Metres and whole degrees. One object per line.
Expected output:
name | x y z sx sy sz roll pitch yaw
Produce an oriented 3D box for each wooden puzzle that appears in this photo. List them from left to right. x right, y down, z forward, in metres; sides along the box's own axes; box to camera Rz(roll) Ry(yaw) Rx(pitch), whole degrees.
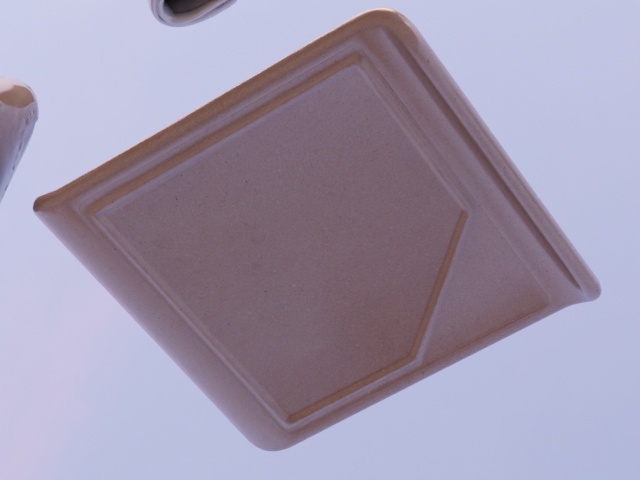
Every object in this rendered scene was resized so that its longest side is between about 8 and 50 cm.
wooden puzzle | 0.000 0.000 0.976 0.239 0.221 0.044 -26 -146 21

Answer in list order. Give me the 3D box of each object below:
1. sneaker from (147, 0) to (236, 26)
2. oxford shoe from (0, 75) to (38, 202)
sneaker | -0.066 -0.329 1.757 0.292 0.108 0.169 -43 -139 14
oxford shoe | -0.281 0.023 1.079 0.348 0.130 0.123 -36 -92 36
